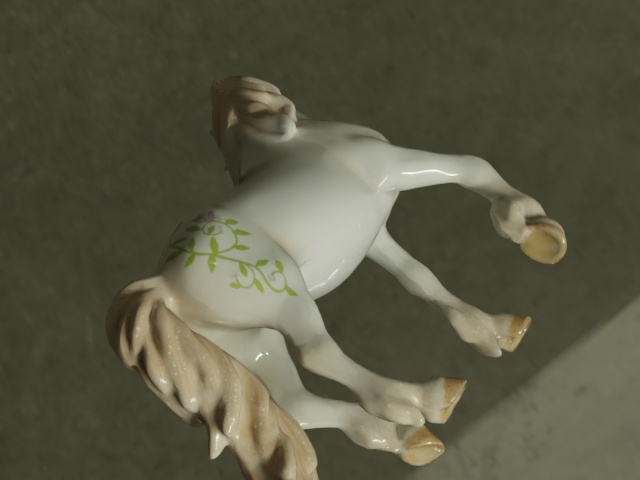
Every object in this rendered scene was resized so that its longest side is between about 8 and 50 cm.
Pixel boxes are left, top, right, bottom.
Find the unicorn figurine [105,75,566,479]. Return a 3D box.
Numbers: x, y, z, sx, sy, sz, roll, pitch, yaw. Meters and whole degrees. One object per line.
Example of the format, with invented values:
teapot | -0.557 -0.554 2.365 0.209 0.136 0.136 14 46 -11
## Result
unicorn figurine | 0.000 0.000 0.496 0.162 0.111 0.060 -35 151 -63
